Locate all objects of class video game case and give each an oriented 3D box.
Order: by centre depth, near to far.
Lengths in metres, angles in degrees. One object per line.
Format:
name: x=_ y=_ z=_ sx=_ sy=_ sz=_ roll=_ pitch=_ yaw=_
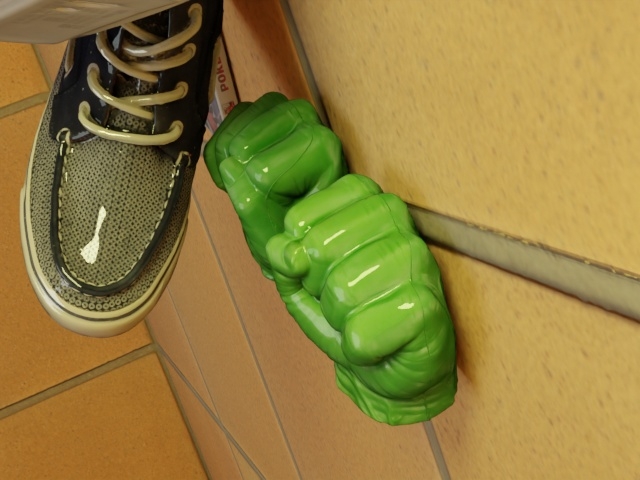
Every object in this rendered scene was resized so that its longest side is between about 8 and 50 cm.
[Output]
video game case: x=-0.131 y=-0.196 z=1.111 sx=0.201 sy=0.023 sz=0.183 roll=49 pitch=157 yaw=50

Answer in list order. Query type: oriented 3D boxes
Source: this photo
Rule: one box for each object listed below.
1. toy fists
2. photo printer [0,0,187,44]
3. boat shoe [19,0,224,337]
toy fists: x=0.000 y=0.000 z=0.800 sx=0.279 sy=0.096 sz=0.142 roll=-127 pitch=20 yaw=-47
photo printer: x=-0.147 y=-0.279 z=0.668 sx=0.256 sy=0.107 sz=0.307 roll=4 pitch=93 yaw=61
boat shoe: x=-0.136 y=-0.112 z=0.819 sx=0.158 sy=0.127 sz=0.340 roll=121 pitch=156 yaw=-65
